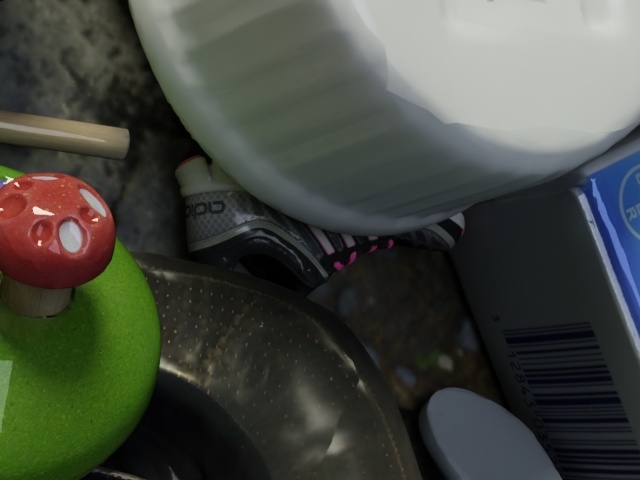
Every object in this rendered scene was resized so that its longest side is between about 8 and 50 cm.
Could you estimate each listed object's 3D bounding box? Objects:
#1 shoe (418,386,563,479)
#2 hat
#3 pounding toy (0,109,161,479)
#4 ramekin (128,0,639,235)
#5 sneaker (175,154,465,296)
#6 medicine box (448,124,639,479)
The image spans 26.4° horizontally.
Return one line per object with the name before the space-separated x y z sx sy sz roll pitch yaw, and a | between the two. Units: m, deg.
shoe | 0.112 0.170 0.781 0.178 0.081 0.063 45 47 16
hat | -0.106 0.144 0.594 0.331 0.134 0.331 8 38 -7
pounding toy | -0.149 -0.014 0.565 0.183 0.110 0.237 6 43 -17
ramekin | 0.054 -0.146 0.668 0.277 0.135 0.277 5 81 -35
sneaker | 0.000 0.000 0.743 0.170 0.063 0.075 7 84 -27
medicine box | 0.256 0.040 0.828 0.289 0.149 0.263 -25 96 -29
